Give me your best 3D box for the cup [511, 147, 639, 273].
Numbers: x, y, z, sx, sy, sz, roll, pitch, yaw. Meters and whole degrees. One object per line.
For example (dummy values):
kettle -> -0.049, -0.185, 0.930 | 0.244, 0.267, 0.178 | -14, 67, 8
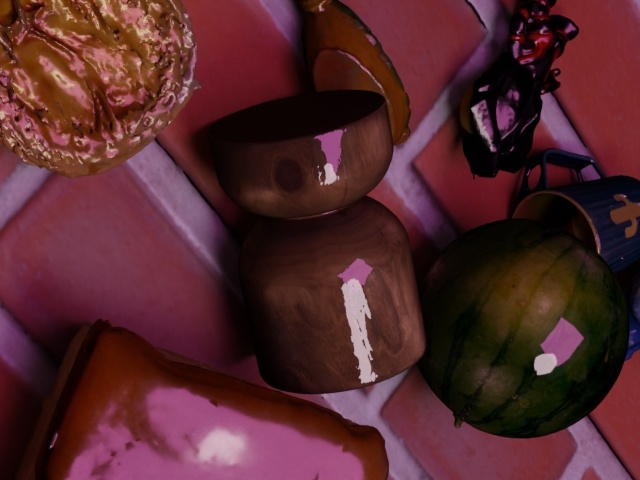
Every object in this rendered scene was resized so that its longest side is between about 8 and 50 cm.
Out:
cup -> 0.318, -0.031, 1.825 | 0.155, 0.131, 0.176 | -15, 82, -42

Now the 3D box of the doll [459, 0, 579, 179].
doll -> 0.224, -0.173, 1.741 | 0.127, 0.088, 0.248 | 29, 68, -19

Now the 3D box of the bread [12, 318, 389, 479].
bread -> -0.135, 0.272, 1.406 | 0.333, 0.143, 0.323 | 22, 82, -17

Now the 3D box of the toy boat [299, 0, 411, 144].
toy boat -> 0.035, -0.177, 1.585 | 0.229, 0.089, 0.088 | 56, 25, -33

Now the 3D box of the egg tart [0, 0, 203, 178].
egg tart -> -0.225, -0.178, 1.352 | 0.252, 0.098, 0.232 | 26, 87, -36

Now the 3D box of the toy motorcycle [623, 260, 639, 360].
toy motorcycle -> 0.469, 0.044, 1.905 | 0.319, 0.182, 0.241 | -23, 145, -37

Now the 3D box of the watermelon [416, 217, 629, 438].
watermelon -> 0.220, 0.099, 1.677 | 0.242, 0.242, 0.242 | -8, 102, -39

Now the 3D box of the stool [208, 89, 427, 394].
stool -> 0.000, 0.000, 1.512 | 0.179, 0.179, 0.264 | -24, 112, -35
